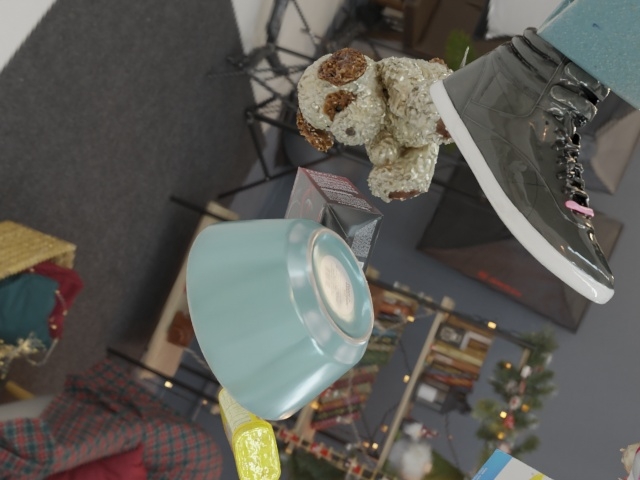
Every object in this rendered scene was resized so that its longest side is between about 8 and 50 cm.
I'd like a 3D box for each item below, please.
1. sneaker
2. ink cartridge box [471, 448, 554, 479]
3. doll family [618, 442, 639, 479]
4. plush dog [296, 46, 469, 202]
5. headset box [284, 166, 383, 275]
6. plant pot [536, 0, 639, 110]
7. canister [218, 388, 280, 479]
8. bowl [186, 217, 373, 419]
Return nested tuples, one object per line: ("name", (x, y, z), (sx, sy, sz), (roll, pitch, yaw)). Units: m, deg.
("sneaker", (0.230, -0.090, 0.789), (0.147, 0.296, 0.104), (-40, 149, 24))
("ink cartridge box", (0.400, 0.546, 1.548), (0.168, 0.171, 0.232), (-45, -156, -14))
("doll family", (0.404, 0.169, 0.859), (0.163, 0.118, 0.263), (38, 69, -76))
("plush dog", (0.079, -0.204, 1.179), (0.262, 0.225, 0.211), (120, -22, -60))
("headset box", (0.000, 0.000, 1.531), (0.293, 0.110, 0.218), (-122, -133, -67))
("plant pot", (0.392, -0.211, 0.678), (0.247, 0.252, 0.248), (-48, -176, -16))
("canister", (-0.132, 0.347, 1.471), (0.170, 0.073, 0.126), (-134, -147, -64))
("bowl", (-0.035, 0.091, 1.192), (0.311, 0.163, 0.311), (43, 35, -41))
